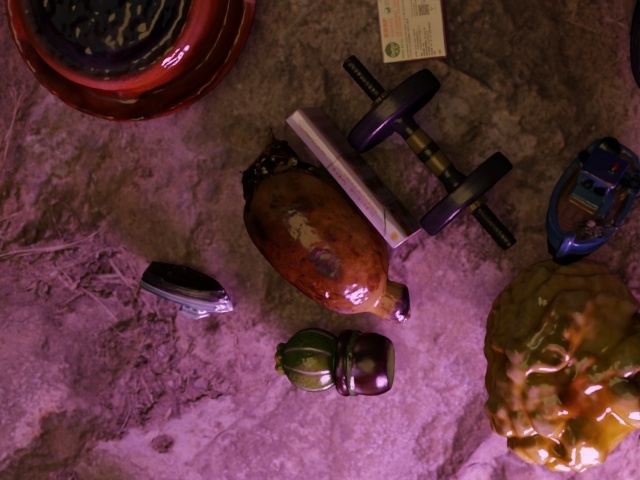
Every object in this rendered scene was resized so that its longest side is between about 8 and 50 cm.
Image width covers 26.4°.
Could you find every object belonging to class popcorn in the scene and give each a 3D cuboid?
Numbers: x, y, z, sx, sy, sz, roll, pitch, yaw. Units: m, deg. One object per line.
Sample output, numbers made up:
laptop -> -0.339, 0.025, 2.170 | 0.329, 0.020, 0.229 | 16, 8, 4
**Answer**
popcorn -> 0.319, 0.155, 1.733 | 0.270, 0.224, 0.258 | -44, 92, 2

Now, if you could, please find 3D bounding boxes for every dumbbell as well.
dumbbell -> 0.142, -0.115, 1.783 | 0.143, 0.143, 0.325 | -42, 86, 13

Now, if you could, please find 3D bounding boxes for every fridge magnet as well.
fridge magnet -> -0.264, -0.341, 1.844 | 0.364, 0.155, 0.363 | 1, 95, 13

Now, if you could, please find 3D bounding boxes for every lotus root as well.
lotus root -> 0.000, 0.000, 1.814 | 0.141, 0.169, 0.314 | -43, 89, 14

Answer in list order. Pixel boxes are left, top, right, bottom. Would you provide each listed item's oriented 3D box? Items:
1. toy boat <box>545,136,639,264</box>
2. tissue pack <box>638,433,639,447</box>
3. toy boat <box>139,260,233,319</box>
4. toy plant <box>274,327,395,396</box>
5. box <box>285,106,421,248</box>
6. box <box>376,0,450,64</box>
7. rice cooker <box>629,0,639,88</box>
toy boat -> 0.345, -0.056, 1.711 | 0.100, 0.223, 0.097 | 28, 136, 10
tissue pack -> 0.568, 0.273, 1.758 | 0.263, 0.089, 0.177 | -30, 88, 16
toy boat -> -0.188, 0.077, 1.925 | 0.140, 0.059, 0.066 | 16, 128, 12
toy plant -> 0.018, 0.167, 1.867 | 0.162, 0.093, 0.093 | 3, 96, 11
box -> 0.046, -0.086, 1.818 | 0.032, 0.122, 0.220 | -40, 86, 14
box -> 0.123, -0.301, 1.819 | 0.089, 0.043, 0.125 | -4, 95, 13
rice cooker -> 0.447, -0.256, 1.723 | 0.112, 0.106, 0.165 | 3, 107, 16
